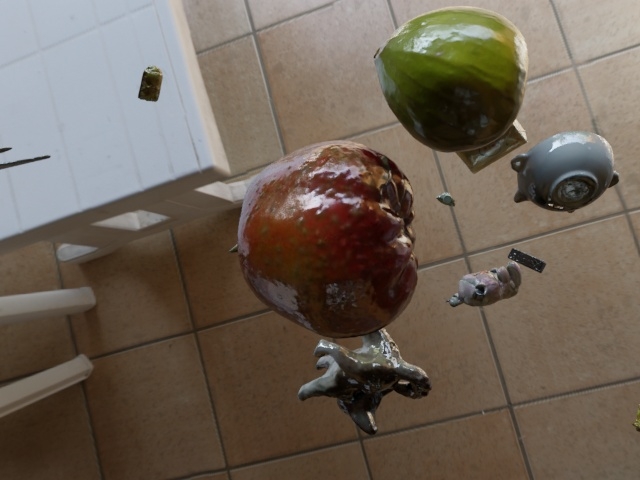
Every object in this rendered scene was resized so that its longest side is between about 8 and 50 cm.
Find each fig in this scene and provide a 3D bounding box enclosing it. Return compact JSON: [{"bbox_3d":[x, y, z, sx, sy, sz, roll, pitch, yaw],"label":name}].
[{"bbox_3d":[0.296,-0.377,1.134,0.342,0.343,0.344,-1,87,11],"label":"fig"}]

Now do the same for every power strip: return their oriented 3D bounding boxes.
[{"bbox_3d":[0.618,0.060,1.471,0.111,0.029,0.038,34,98,48],"label":"power strip"}]

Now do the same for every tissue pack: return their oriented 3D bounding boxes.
[{"bbox_3d":[0.525,-0.323,1.554,0.196,0.092,0.148,-33,112,35],"label":"tissue pack"}]

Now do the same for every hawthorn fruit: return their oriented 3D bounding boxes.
[{"bbox_3d":[0.000,0.000,0.987,0.402,0.403,0.403,-1,87,11],"label":"hawthorn fruit"}]

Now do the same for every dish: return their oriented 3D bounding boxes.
[{"bbox_3d":[0.555,-0.123,1.098,0.236,0.228,0.086,-6,41,14],"label":"dish"}]

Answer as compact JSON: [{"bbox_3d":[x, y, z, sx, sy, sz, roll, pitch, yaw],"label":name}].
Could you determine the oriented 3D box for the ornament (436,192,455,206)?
[{"bbox_3d":[0.442,-0.145,1.723,0.068,0.092,0.041,19,106,-19],"label":"ornament"}]

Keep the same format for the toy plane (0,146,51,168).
[{"bbox_3d":[-0.394,-0.059,0.444,0.267,0.212,0.088,10,117,41],"label":"toy plane"}]

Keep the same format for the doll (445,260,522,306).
[{"bbox_3d":[0.444,0.123,1.306,0.191,0.149,0.095,-16,81,-18],"label":"doll"}]

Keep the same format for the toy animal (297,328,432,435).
[{"bbox_3d":[0.118,0.380,1.318,0.302,0.194,0.344,30,136,14],"label":"toy animal"}]

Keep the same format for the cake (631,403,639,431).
[{"bbox_3d":[0.270,0.078,0.279,0.184,0.116,0.080,-3,101,-33],"label":"cake"}]

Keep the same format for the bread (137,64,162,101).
[{"bbox_3d":[-0.498,-0.461,1.447,0.110,0.060,0.066,-63,35,29],"label":"bread"}]
